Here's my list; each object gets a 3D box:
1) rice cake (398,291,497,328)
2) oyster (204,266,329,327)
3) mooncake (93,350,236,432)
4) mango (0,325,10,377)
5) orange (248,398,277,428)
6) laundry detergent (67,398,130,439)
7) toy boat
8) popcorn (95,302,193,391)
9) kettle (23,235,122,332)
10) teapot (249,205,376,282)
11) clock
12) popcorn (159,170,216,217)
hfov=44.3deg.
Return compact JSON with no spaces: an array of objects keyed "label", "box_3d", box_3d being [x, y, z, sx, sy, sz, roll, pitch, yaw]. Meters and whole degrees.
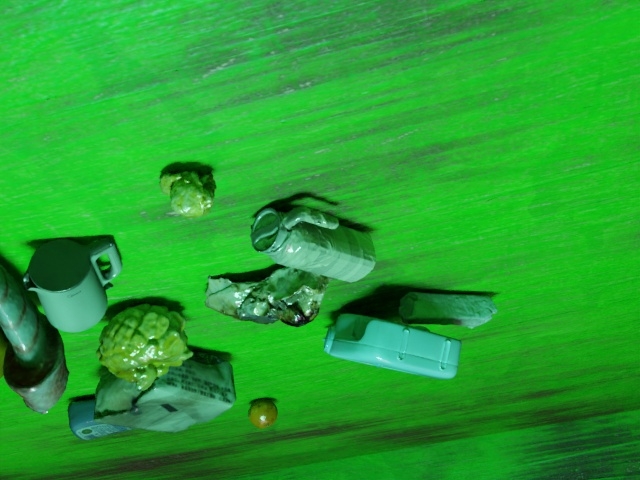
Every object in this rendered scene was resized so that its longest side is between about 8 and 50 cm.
[{"label":"rice cake","box_3d":[0.248,0.138,1.563,0.206,0.063,0.069,4,159,-21]},{"label":"oyster","box_3d":[-0.088,0.107,1.363,0.232,0.108,0.161,-19,162,28]},{"label":"mooncake","box_3d":[-0.339,0.324,1.707,0.250,0.136,0.254,-29,143,36]},{"label":"mango","box_3d":[-0.709,0.194,1.225,0.444,0.221,0.301,2,152,-27]},{"label":"orange","box_3d":[-0.157,0.474,2.157,0.083,0.084,0.083,-6,155,-3]},{"label":"laundry detergent","box_3d":[-0.464,0.418,1.942,0.289,0.094,0.143,-12,149,2]},{"label":"toy boat","box_3d":[-0.468,0.114,1.195,0.096,0.206,0.282,-17,133,-7]},{"label":"popcorn","box_3d":[-0.313,0.184,1.432,0.173,0.142,0.174,-17,138,-16]},{"label":"kettle","box_3d":[-0.369,0.067,1.191,0.126,0.098,0.148,1,151,-6]},{"label":"teapot","box_3d":[0.000,0.000,1.175,0.200,0.077,0.107,16,143,-41]},{"label":"clock","box_3d":[0.121,0.204,1.560,0.223,0.094,0.274,18,171,-31]},{"label":"popcorn","box_3d":[-0.173,-0.063,1.012,0.083,0.068,0.060,26,132,14]}]
